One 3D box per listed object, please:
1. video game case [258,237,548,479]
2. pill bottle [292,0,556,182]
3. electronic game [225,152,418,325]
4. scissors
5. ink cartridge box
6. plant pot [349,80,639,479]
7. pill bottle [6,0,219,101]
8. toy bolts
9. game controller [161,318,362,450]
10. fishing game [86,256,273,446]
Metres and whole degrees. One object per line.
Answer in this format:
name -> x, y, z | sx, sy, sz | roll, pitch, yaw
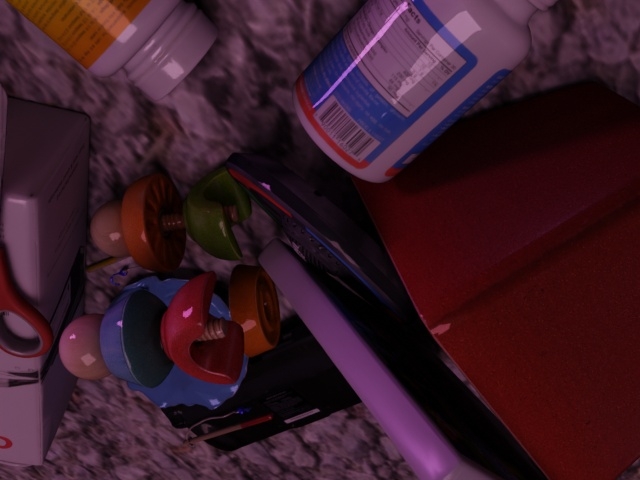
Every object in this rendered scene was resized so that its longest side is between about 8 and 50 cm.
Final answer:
video game case -> 0.105, 0.151, 0.650 | 0.036, 0.329, 0.300 | -49, 127, 5
pill bottle -> 0.089, -0.159, 0.557 | 0.124, 0.124, 0.221 | 36, 122, -21
electronic game -> 0.000, 0.000, 0.644 | 0.048, 0.229, 0.229 | -48, 116, -4
scissors -> -0.292, 0.001, 0.573 | 0.109, 0.021, 0.297 | 6, 129, -3
ink cartridge box -> -0.412, 0.042, 0.728 | 0.286, 0.166, 0.395 | 12, 127, -6
plant pot -> 0.216, 0.017, 0.614 | 0.236, 0.267, 0.267 | -35, 119, 9
pill bottle -> -0.186, -0.213, 0.542 | 0.117, 0.117, 0.215 | -35, 117, 27
toy bolts -> -0.149, 0.065, 0.682 | 0.159, 0.228, 0.218 | -9, 124, 11
game controller -> -0.055, 0.189, 0.893 | 0.319, 0.067, 0.166 | -26, 136, 23
fishing game -> -0.172, 0.124, 0.830 | 0.189, 0.041, 0.264 | -24, 102, 21
